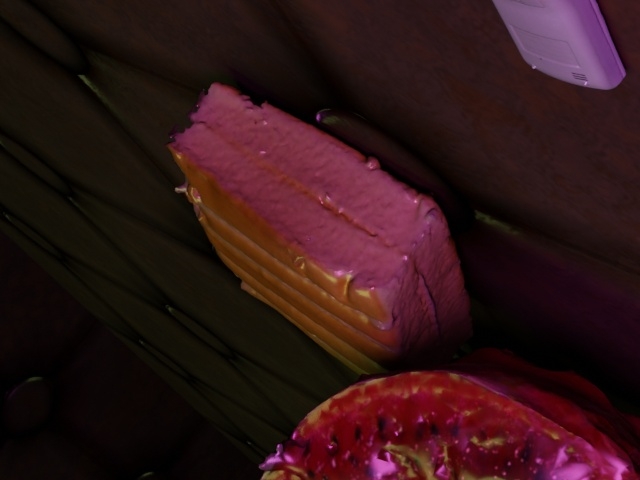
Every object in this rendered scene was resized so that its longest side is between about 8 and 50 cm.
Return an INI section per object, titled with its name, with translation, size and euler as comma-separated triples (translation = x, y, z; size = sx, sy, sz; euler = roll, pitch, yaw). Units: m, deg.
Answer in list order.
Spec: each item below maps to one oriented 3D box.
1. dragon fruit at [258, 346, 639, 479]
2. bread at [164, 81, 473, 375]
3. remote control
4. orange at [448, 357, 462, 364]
[dragon fruit]
translation = 0.138, 0.254, 1.166
size = 0.371, 0.386, 0.249
euler = 46, -150, 15
[bread]
translation = 0.000, 0.000, 1.232
size = 0.246, 0.111, 0.239
euler = 33, 164, 25
[remote control]
translation = 0.098, -0.127, 0.722
size = 0.061, 0.029, 0.162
euler = 28, 164, 40
[orange]
translation = 0.161, 0.200, 1.388
size = 0.237, 0.158, 0.179
euler = 33, 160, 2
